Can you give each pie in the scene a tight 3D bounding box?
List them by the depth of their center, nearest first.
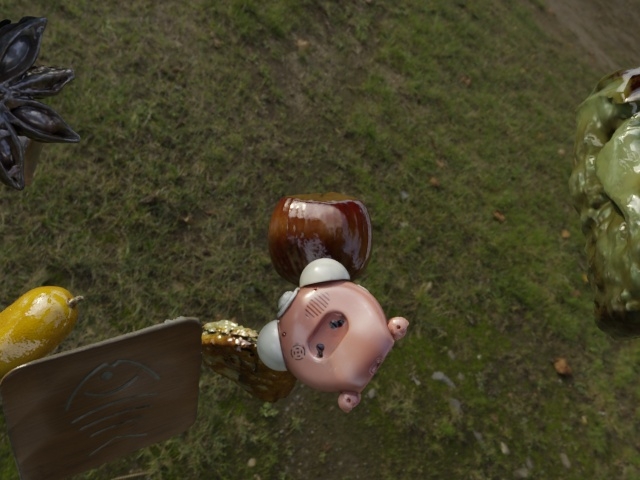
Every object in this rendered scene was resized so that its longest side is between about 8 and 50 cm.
[{"bbox_3d":[-0.187,0.300,1.494,0.308,0.308,0.085,35,54,-11],"label":"pie"}]

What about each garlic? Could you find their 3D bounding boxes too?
[{"bbox_3d":[-0.678,-0.203,1.314,0.087,0.195,0.101,18,14,14],"label":"garlic"}]

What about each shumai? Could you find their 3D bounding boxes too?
[{"bbox_3d":[0.465,-0.076,0.735,0.395,0.395,0.348,-6,62,-42],"label":"shumai"}]

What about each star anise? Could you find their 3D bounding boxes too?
[{"bbox_3d":[-0.429,-0.180,0.737,0.236,0.109,0.223,4,94,-44],"label":"star anise"}]

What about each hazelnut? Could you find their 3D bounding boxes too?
[{"bbox_3d":[0.000,0.001,1.185,0.212,0.180,0.181,2,16,1],"label":"hazelnut"}]

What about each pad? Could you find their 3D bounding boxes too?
[{"bbox_3d":[-0.319,0.251,0.901,0.287,0.283,0.018,-15,44,-32],"label":"pad"}]

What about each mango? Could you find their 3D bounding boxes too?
[{"bbox_3d":[-0.632,0.200,1.224,0.119,0.317,0.176,59,-6,-35],"label":"mango"}]

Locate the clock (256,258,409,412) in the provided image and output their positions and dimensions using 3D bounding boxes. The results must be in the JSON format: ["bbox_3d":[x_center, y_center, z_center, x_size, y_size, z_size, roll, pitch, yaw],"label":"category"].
[{"bbox_3d":[0.012,0.119,0.761,0.162,0.093,0.165,34,84,12],"label":"clock"}]
